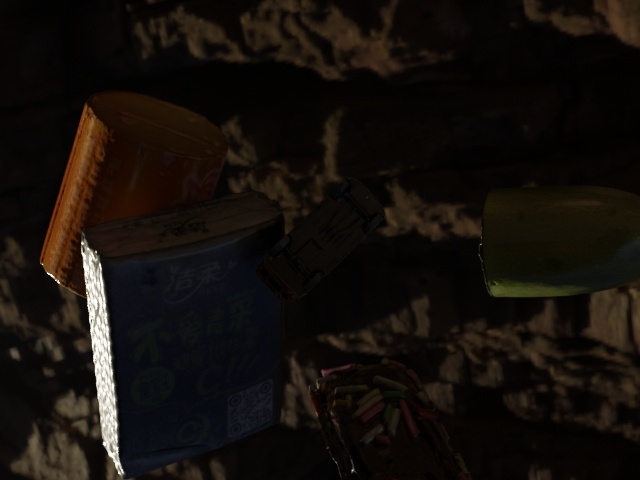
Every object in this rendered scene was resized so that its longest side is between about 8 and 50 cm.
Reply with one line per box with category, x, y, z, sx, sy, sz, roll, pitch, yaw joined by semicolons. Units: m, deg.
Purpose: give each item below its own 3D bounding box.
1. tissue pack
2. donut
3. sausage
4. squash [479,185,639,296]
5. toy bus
tissue pack;-0.194;0.141;1.505;0.288;0.394;0.124;-16;-145;-28
donut;0.090;0.258;1.118;0.136;0.259;0.345;-24;-156;-3
sausage;-0.290;-0.060;1.574;0.233;0.287;0.233;20;-156;-9
squash;0.263;0.002;1.029;0.186;0.123;0.123;0;-157;16
toy bus;0.000;0.000;1.428;0.194;0.083;0.088;-43;180;-26
